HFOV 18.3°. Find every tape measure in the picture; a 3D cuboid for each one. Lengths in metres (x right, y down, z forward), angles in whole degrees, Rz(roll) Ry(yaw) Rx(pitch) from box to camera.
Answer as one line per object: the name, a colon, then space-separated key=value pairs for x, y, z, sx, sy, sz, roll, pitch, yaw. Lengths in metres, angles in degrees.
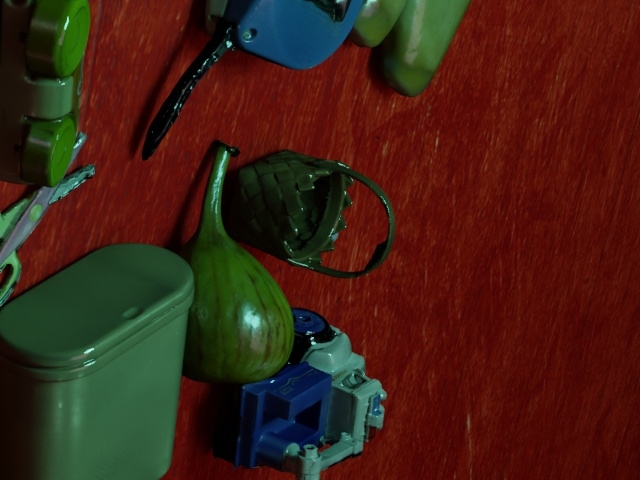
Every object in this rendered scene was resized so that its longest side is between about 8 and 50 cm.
tape measure: x=-0.056 y=-0.223 z=2.084 sx=0.215 sy=0.098 sz=0.351 roll=18 pitch=95 yaw=-61

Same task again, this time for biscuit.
biscuit: x=0.129 y=-0.334 z=2.366 sx=0.290 sy=0.062 sz=0.237 roll=-64 pitch=151 yaw=-12

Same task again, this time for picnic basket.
picnic basket: x=-0.002 y=-0.027 z=2.213 sx=0.138 sy=0.178 sz=0.128 roll=-30 pitch=140 yaw=-58

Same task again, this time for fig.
fig: x=-0.101 y=0.027 z=2.125 sx=0.151 sy=0.151 sz=0.259 roll=-15 pitch=108 yaw=-57

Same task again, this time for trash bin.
trash bin: x=-0.232 y=0.155 z=2.012 sx=0.243 sy=0.121 sz=0.247 roll=-35 pitch=141 yaw=-46

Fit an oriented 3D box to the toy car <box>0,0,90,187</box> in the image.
toy car: x=-0.257 y=-0.176 z=1.734 sx=0.235 sy=0.145 sz=0.235 roll=16 pitch=90 yaw=-81

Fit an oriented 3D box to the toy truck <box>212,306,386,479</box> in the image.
toy truck: x=-0.018 y=0.193 z=2.345 sx=0.213 sy=0.177 sz=0.161 roll=-27 pitch=130 yaw=-51

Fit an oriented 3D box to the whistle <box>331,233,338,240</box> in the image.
whistle: x=0.000 y=0.000 z=2.403 sx=0.083 sy=0.029 sz=0.033 roll=-34 pitch=153 yaw=-57

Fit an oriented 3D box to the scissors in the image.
scissors: x=-0.279 y=-0.026 z=1.901 sx=0.187 sy=0.020 sz=0.133 roll=-49 pitch=150 yaw=-29
